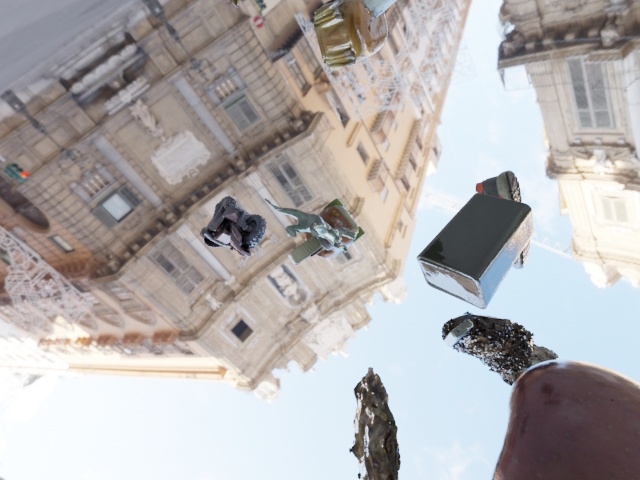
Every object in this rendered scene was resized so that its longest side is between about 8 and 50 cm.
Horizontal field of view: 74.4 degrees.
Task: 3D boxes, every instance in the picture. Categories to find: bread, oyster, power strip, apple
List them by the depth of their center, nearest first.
[{"bbox_3d":[0.330,0.300,0.499,0.234,0.306,0.306,12,-127,28],"label":"apple"},{"bbox_3d":[0.239,0.161,0.731,0.040,0.090,0.016,-35,-114,-8],"label":"power strip"},{"bbox_3d":[0.115,0.449,0.888,0.110,0.204,0.397,0,-126,4],"label":"oyster"},{"bbox_3d":[0.076,-0.478,0.945,0.106,0.136,0.241,-4,-148,27],"label":"bread"}]

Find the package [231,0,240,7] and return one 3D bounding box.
[{"bbox_3d":[-0.238,-0.701,0.898,0.165,0.221,0.311,-39,-120,14],"label":"package"}]

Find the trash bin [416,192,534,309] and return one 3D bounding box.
[{"bbox_3d":[0.367,0.014,0.993,0.164,0.122,0.240,22,-118,45],"label":"trash bin"}]

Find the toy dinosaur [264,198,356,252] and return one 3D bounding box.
[{"bbox_3d":[-0.026,-0.046,1.056,0.053,0.242,0.167,-60,179,26],"label":"toy dinosaur"}]

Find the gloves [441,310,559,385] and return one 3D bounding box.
[{"bbox_3d":[0.481,0.286,1.170,0.135,0.312,0.210,-60,-163,-22],"label":"gloves"}]

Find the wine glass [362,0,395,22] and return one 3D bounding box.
[{"bbox_3d":[0.167,-0.483,0.702,0.262,0.074,0.074,-40,-152,22],"label":"wine glass"}]

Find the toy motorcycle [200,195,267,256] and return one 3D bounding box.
[{"bbox_3d":[-0.184,-0.020,0.878,0.212,0.084,0.118,30,-93,51],"label":"toy motorcycle"}]

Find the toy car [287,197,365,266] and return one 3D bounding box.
[{"bbox_3d":[0.000,0.000,1.312,0.235,0.145,0.235,-38,179,-1],"label":"toy car"}]

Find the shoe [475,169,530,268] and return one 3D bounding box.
[{"bbox_3d":[0.583,-0.056,1.403,0.170,0.337,0.132,-7,-162,38],"label":"shoe"}]
